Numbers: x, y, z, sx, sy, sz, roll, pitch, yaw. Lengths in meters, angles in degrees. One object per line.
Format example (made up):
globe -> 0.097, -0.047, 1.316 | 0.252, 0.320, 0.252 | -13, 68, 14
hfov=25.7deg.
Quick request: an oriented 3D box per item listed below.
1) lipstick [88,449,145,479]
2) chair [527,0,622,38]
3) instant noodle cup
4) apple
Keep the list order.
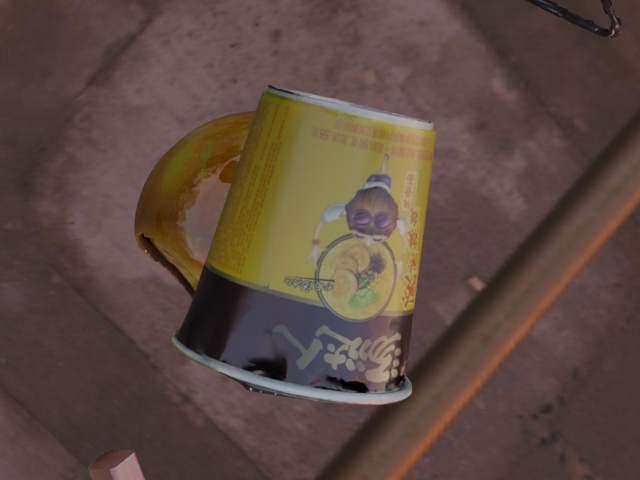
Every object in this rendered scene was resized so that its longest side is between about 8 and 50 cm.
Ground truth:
lipstick -> -0.211, 0.308, 1.571 | 0.045, 0.045, 0.145 | -35, 114, -50
chair -> 0.085, -0.199, 0.673 | 0.140, 0.221, 0.145 | -37, 123, -26
instant noodle cup -> 0.000, 0.000, 1.178 | 0.216, 0.215, 0.236 | 11, 96, -22
apple -> -0.069, -0.010, 1.401 | 0.207, 0.237, 0.237 | -31, 102, -8
